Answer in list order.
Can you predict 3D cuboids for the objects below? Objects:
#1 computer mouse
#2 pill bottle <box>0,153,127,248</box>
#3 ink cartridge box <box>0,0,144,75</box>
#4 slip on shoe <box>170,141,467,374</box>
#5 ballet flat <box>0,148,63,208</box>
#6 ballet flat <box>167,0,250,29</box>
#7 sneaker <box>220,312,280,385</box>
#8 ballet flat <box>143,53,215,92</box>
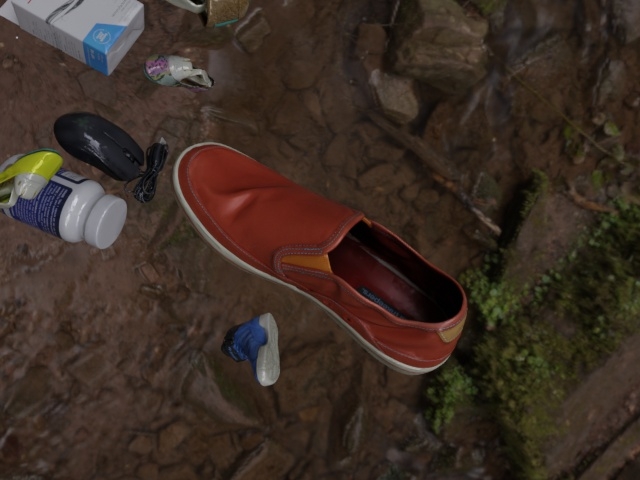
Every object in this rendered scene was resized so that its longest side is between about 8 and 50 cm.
[{"bbox_3d":[-0.495,-0.227,1.391,0.272,0.072,0.188,29,54,-28],"label":"computer mouse"},{"bbox_3d":[-0.593,-0.085,1.328,0.265,0.153,0.153,22,98,6],"label":"pill bottle"},{"bbox_3d":[-0.360,-0.332,0.833,0.180,0.060,0.104,28,68,-6],"label":"ink cartridge box"},{"bbox_3d":[0.000,0.000,0.562,0.123,0.331,0.101,-48,171,-38],"label":"slip on shoe"},{"bbox_3d":[-0.607,-0.112,1.166,0.077,0.231,0.077,33,46,-57],"label":"ballet flat"},{"bbox_3d":[-0.269,-0.485,0.960,0.342,0.116,0.124,46,68,-10],"label":"ballet flat"},{"bbox_3d":[-0.112,0.177,0.902,0.085,0.152,0.058,-20,121,7],"label":"sneaker"},{"bbox_3d":[-0.321,-0.397,1.371,0.221,0.079,0.076,-8,95,-69],"label":"ballet flat"}]
